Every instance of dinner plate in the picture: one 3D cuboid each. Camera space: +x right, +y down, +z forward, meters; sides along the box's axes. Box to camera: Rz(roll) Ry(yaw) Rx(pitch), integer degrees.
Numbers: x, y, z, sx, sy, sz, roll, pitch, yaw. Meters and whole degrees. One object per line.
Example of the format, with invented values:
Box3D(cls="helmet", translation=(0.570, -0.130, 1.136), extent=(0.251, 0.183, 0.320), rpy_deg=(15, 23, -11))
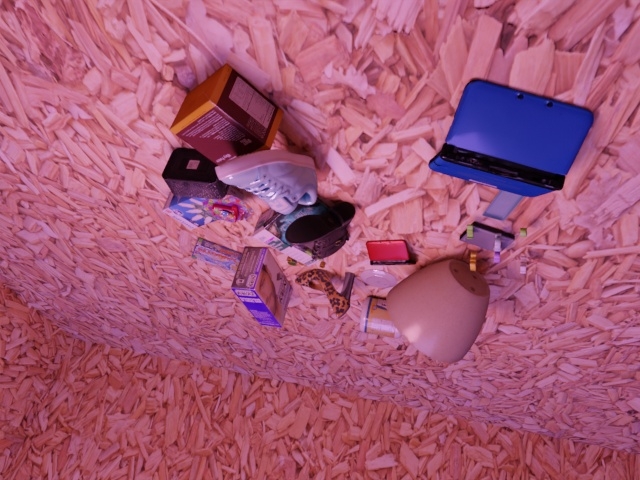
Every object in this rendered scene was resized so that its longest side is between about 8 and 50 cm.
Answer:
Box3D(cls="dinner plate", translation=(0.218, 0.151, 2.076), extent=(0.141, 0.017, 0.141), rpy_deg=(10, 151, 6))

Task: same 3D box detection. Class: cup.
Box3D(cls="cup", translation=(0.420, 0.199, 1.821), extent=(0.331, 0.331, 0.236), rpy_deg=(24, 122, -16))

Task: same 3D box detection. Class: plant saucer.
Box3D(cls="plant saucer", translation=(0.507, -0.114, 1.492), extent=(0.067, 0.018, 0.192), rpy_deg=(15, 151, -1))

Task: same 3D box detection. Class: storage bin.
Box3D(cls="storage bin", translation=(-0.362, -0.200, 1.634), extent=(0.180, 0.121, 0.084), rpy_deg=(7, 150, 14))

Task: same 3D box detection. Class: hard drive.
Box3D(cls="hard drive", translation=(0.504, -0.008, 1.668), extent=(0.135, 0.022, 0.094), rpy_deg=(18, 150, -5))

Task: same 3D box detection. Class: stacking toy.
Box3D(cls="stacking toy", translation=(0.528, 0.028, 1.642), extent=(0.167, 0.052, 0.221), rpy_deg=(2, 147, 20))

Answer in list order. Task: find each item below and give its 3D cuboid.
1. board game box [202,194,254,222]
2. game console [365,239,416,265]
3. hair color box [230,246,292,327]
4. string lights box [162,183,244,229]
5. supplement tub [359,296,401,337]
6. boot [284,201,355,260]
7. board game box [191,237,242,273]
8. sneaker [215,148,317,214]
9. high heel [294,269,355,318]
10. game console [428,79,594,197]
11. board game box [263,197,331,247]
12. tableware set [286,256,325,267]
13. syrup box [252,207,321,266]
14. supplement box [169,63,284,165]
Box3D(cls="board game box", translation=(-0.296, -0.088, 1.730), extent=(0.169, 0.033, 0.133), rpy_deg=(-15, 141, 40))
Box3D(cls="game console", translation=(0.244, 0.043, 1.883), extent=(0.144, 0.085, 0.124), rpy_deg=(-2, 177, 28))
Box3D(cls="hair color box", translation=(-0.223, 0.190, 2.172), extent=(0.110, 0.185, 0.338), rpy_deg=(3, 149, 20))
Box3D(cls="string lights box", translation=(-0.392, -0.125, 1.821), extent=(0.260, 0.076, 0.133), rpy_deg=(-15, 140, 41))
Box3D(cls="supplement tub", translation=(0.265, 0.311, 2.196), extent=(0.200, 0.144, 0.144), rpy_deg=(9, 150, 10))
Box3D(cls="boot", translation=(0.000, 0.000, 1.736), extent=(0.263, 0.091, 0.229), rpy_deg=(-23, 155, -22))
Box3D(cls="board game box", translation=(-0.405, 0.063, 2.188), extent=(0.201, 0.035, 0.136), rpy_deg=(21, 150, -11))
Box3D(cls="sneaker", translation=(-0.112, -0.143, 1.415), extent=(0.135, 0.150, 0.366), rpy_deg=(-19, 174, 36))
Box3D(cls="high heel", translation=(-0.003, 0.209, 2.101), extent=(0.262, 0.186, 0.093), rpy_deg=(-3, 146, 28))
Box3D(cls="game console", translation=(0.436, -0.229, 1.302), extent=(0.294, 0.173, 0.250), rpy_deg=(16, 178, 0))
Box3D(cls="board game box", translation=(-0.072, -0.070, 1.730), extent=(0.186, 0.026, 0.126), rpy_deg=(-41, 126, 19))
Box3D(cls="tableware set", translation=(-0.057, 0.079, 2.070), extent=(0.154, 0.024, 0.104), rpy_deg=(6, 150, 14))
Box3D(cls="syrup box", translation=(-0.100, -0.010, 1.865), extent=(0.237, 0.096, 0.093), rpy_deg=(28, 147, -24))
Box3D(cls="supplement box", translation=(-0.237, -0.303, 1.396), extent=(0.194, 0.129, 0.191), rpy_deg=(36, 144, -31))
